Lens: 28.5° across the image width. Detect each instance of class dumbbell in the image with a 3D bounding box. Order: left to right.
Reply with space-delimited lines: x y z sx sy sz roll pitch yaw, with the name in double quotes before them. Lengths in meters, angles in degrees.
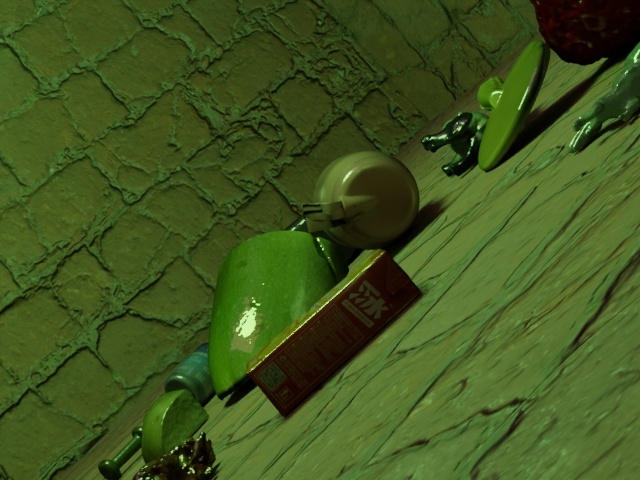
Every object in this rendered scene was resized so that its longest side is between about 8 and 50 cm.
"dumbbell" -0.365 0.400 2.370 0.118 0.046 0.052 -45 10 -37

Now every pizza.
"pizza" -0.187 0.290 1.505 0.154 0.069 0.194 -41 5 38

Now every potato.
"potato" -0.271 0.317 2.059 0.149 0.081 0.120 -39 3 43

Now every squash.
"squash" -0.074 0.152 2.089 0.234 0.210 0.309 -39 33 26

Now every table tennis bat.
"table tennis bat" 0.306 -0.225 2.073 0.368 0.054 0.224 -95 29 -80

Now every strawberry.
"strawberry" 0.446 -0.408 1.910 0.345 0.295 0.317 82 -156 -50

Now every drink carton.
"drink carton" 0.014 0.108 1.523 0.223 0.071 0.096 -41 3 -2

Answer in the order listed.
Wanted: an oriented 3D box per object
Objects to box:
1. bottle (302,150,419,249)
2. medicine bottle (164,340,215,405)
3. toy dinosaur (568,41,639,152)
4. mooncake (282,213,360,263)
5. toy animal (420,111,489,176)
"bottle" 0.066 -0.061 2.135 0.206 0.173 0.297 -14 4 -4
"medicine bottle" -0.205 0.234 2.354 0.083 0.083 0.203 -39 3 41
"toy dinosaur" 0.376 -0.204 1.427 0.242 0.053 0.167 -51 -3 -7
"mooncake" 0.000 0.000 2.524 0.245 0.133 0.245 -42 3 3
"toy animal" 0.256 -0.186 2.307 0.121 0.094 0.225 -41 2 2
